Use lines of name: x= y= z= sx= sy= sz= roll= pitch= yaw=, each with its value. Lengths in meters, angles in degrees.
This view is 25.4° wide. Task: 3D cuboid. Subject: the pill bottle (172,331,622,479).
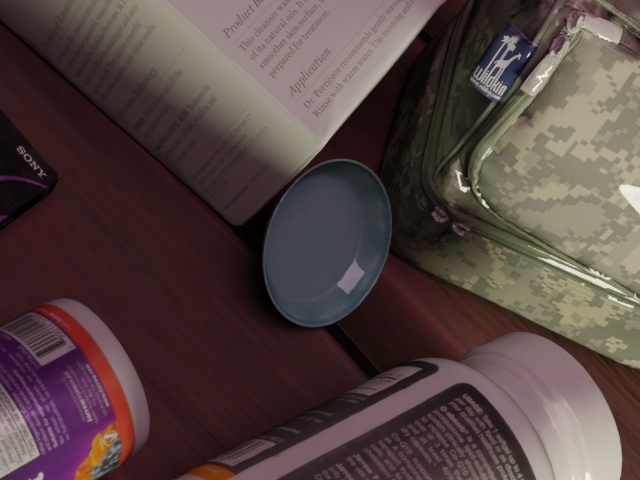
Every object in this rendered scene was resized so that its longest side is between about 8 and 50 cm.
pill bottle: x=0.045 y=0.168 z=0.878 sx=0.278 sy=0.162 sz=0.162 roll=-23 pitch=81 yaw=-31

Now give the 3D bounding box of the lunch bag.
lunch bag: x=0.217 y=-0.066 z=1.005 sx=0.305 sy=0.256 sz=0.212 roll=27 pitch=60 yaw=-14

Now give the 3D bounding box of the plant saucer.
plant saucer: x=0.000 y=0.000 z=0.981 sx=0.119 sy=0.021 sz=0.119 roll=-17 pitch=115 yaw=-39

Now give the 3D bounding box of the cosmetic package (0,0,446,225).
cosmetic package: x=-0.115 y=-0.224 z=0.970 sx=0.385 sy=0.156 sz=0.217 roll=42 pitch=57 yaw=-4

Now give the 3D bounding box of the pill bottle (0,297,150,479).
pill bottle: x=-0.203 y=0.120 z=0.809 sx=0.193 sy=0.108 sz=0.108 roll=-29 pitch=84 yaw=-32

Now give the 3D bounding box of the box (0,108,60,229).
box: x=-0.260 y=-0.035 z=0.892 sx=0.116 sy=0.029 sz=0.162 roll=48 pitch=56 yaw=-1
